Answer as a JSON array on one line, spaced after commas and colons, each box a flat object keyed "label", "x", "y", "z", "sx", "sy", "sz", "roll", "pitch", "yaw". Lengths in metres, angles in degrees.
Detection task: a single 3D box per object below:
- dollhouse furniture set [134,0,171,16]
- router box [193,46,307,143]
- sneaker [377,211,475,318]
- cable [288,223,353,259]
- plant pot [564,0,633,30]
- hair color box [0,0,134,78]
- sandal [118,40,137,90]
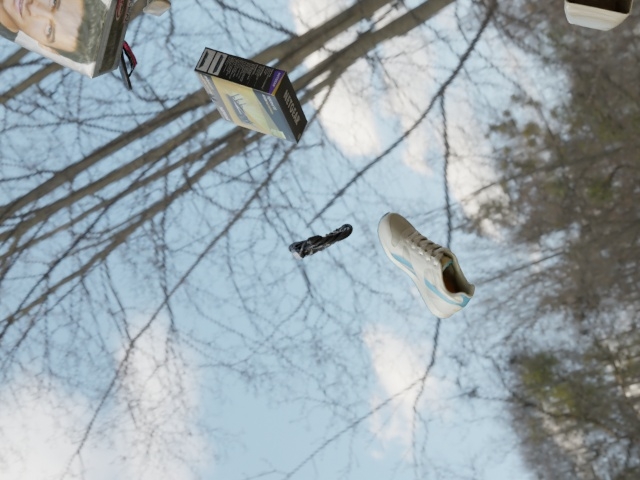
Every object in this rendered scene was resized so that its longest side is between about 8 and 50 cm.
[{"label": "dollhouse furniture set", "x": -0.423, "y": -0.656, "z": 1.991, "sx": 0.242, "sy": 0.161, "sz": 0.212, "roll": 11, "pitch": -100, "yaw": -29}, {"label": "router box", "x": -0.184, "y": -0.393, "z": 2.444, "sx": 0.309, "sy": 0.242, "sz": 0.081, "roll": 60, "pitch": -129, "yaw": -69}, {"label": "sneaker", "x": 0.199, "y": 0.033, "z": 1.661, "sx": 0.229, "sy": 0.092, "sz": 0.087, "roll": 51, "pitch": -131, "yaw": 5}, {"label": "cable", "x": 0.000, "y": 0.000, "z": 2.084, "sx": 0.047, "sy": 0.150, "sz": 0.184, "roll": 65, "pitch": 170, "yaw": 2}, {"label": "plant pot", "x": 0.478, "y": -0.422, "z": 1.531, "sx": 0.096, "sy": 0.109, "sz": 0.109, "roll": 73, "pitch": -147, "yaw": -74}, {"label": "hair color box", "x": -0.575, "y": -0.494, "z": 1.801, "sx": 0.374, "sy": 0.185, "sz": 0.113, "roll": 25, "pitch": -154, "yaw": 6}, {"label": "sandal", "x": -0.444, "y": -0.431, "z": 2.023, "sx": 0.040, "sy": 0.067, "sz": 0.179, "roll": -14, "pitch": -79, "yaw": -19}]
